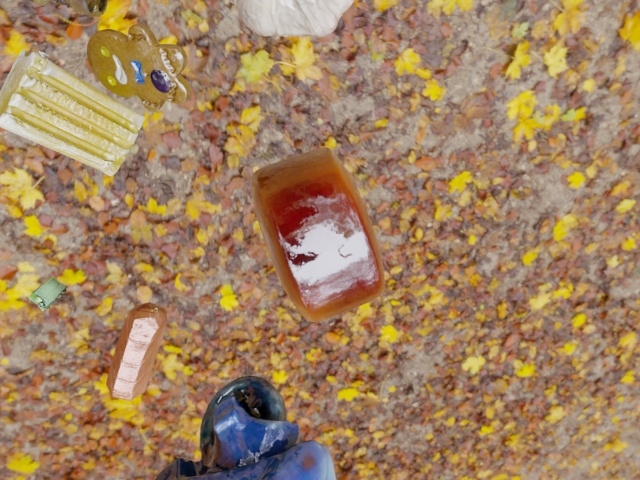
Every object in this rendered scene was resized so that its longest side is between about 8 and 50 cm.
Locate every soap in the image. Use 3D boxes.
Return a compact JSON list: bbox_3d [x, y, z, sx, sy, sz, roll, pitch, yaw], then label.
[{"bbox_3d":[-0.557,-0.278,1.081,0.274,0.089,0.173,28,86,-53],"label":"soap"}]

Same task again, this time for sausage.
[{"bbox_3d":[-0.286,0.165,0.750,0.065,0.065,0.169,15,107,-24],"label":"sausage"}]

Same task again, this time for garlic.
[{"bbox_3d":[-0.053,-0.380,0.631,0.218,0.212,0.219,3,102,13],"label":"garlic"}]

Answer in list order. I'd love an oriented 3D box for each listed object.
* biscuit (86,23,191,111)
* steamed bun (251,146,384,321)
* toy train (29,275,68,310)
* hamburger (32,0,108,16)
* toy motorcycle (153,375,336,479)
[{"bbox_3d":[-0.379,-0.355,0.990,0.236,0.039,0.180,14,132,15],"label":"biscuit"},{"bbox_3d":[0.000,0.000,1.056,0.235,0.248,0.379,-20,107,-3],"label":"steamed bun"},{"bbox_3d":[-0.694,0.134,1.224,0.038,0.093,0.056,-38,109,23],"label":"toy train"},{"bbox_3d":[-0.583,-0.669,1.083,0.195,0.277,0.318,3,74,-23],"label":"hamburger"},{"bbox_3d":[-0.078,0.299,0.412,0.319,0.241,0.182,-57,165,-17],"label":"toy motorcycle"}]
